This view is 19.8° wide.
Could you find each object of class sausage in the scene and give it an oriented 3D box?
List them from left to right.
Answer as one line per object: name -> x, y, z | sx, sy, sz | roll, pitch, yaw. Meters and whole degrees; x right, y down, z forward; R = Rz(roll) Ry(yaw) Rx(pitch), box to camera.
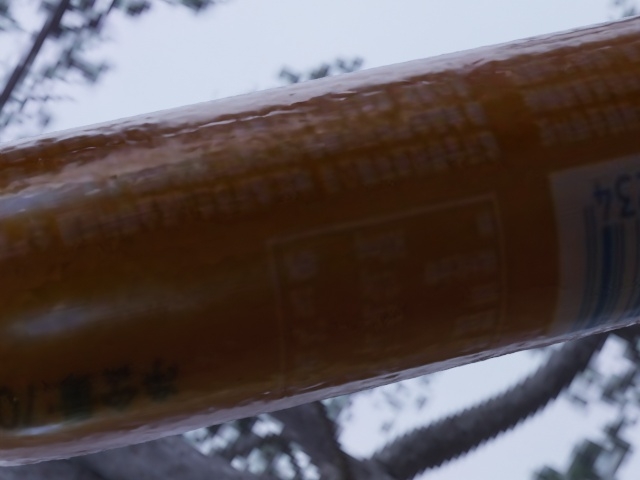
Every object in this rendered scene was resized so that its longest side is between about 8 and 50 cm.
sausage -> 0.000, 0.000, 0.515 | 0.312, 0.093, 0.093 | -13, -50, -17
